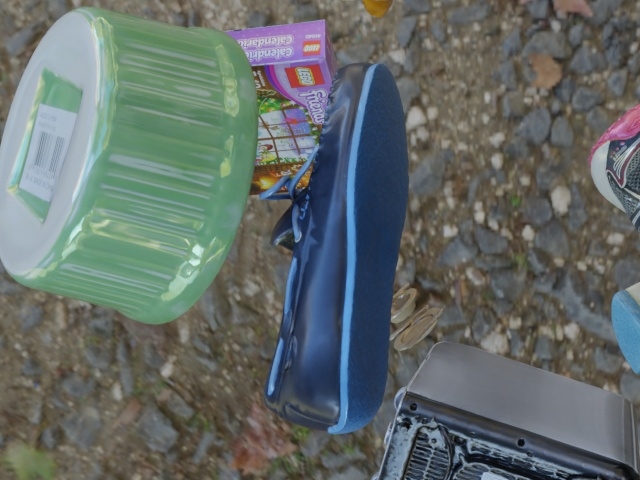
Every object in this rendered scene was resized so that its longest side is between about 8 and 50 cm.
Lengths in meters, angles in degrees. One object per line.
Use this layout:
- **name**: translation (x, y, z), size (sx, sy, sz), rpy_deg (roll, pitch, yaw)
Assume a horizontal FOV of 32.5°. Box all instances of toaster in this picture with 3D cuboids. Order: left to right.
- **toaster**: translation (0.125, 0.176, 0.741), size (0.186, 0.110, 0.168), rpy_deg (17, 116, 9)

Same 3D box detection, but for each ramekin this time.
- **ramekin**: translation (-0.202, -0.078, 1.065), size (0.148, 0.303, 0.303), rpy_deg (13, 62, -33)

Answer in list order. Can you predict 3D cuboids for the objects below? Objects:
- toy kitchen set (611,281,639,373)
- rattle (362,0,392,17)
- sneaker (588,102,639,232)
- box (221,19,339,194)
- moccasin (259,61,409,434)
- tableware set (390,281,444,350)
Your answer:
- **toy kitchen set**: translation (0.234, 0.081, 0.582), size (0.122, 0.166, 0.207), rpy_deg (-24, 60, -19)
- **rattle**: translation (0.105, -0.225, 0.803), size (0.200, 0.143, 0.130), rpy_deg (-20, 48, 19)
- **sneaker**: translation (0.373, -0.028, 1.088), size (0.121, 0.299, 0.112), rpy_deg (-39, 37, 10)
- **box**: translation (-0.067, -0.149, 1.327), size (0.201, 0.293, 0.057), rpy_deg (-5, 64, 9)
- **moccasin**: translation (0.000, 0.000, 1.002), size (0.117, 0.138, 0.342), rpy_deg (2, 76, 29)
- **tableware set**: translation (0.065, 0.109, 1.200), size (0.141, 0.169, 0.020), rpy_deg (-42, 101, -3)
